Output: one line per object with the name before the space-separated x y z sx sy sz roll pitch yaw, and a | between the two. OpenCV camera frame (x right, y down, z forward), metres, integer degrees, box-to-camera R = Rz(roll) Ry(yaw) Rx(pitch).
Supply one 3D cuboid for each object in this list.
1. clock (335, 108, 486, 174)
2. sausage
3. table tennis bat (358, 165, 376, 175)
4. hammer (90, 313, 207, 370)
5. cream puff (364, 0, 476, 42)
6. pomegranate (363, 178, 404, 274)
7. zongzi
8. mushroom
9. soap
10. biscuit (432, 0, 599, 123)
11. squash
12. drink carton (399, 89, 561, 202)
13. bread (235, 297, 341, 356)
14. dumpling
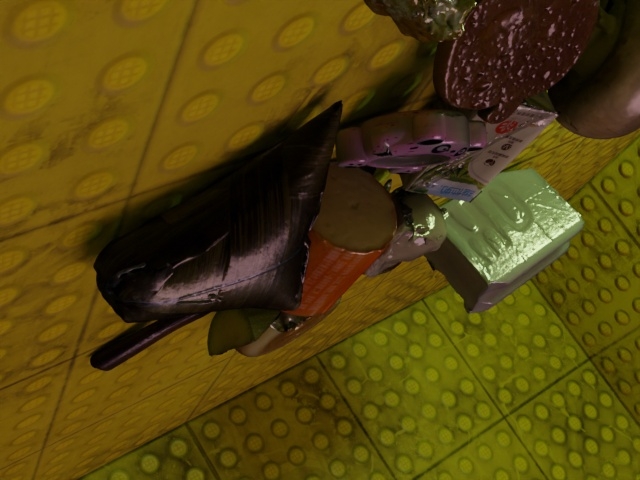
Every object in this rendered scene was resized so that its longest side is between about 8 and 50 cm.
clock | 0.176 -0.192 1.648 0.248 0.090 0.228 -8 174 44
sausage | 0.000 0.000 1.821 0.233 0.233 0.287 -21 161 -39
table tennis bat | 0.047 -0.105 1.989 0.131 0.022 0.234 -19 157 -45
hammer | -0.343 0.195 1.979 0.409 0.095 0.242 -32 165 1
cream puff | 0.132 -0.374 1.089 0.195 0.194 0.221 -33 153 -4
pomegranate | 0.136 -0.033 2.122 0.245 0.198 0.198 -71 161 0
zongzi | -0.170 -0.056 1.468 0.403 0.208 0.432 -5 130 -38
mushroom | 0.601 -0.396 1.784 0.362 0.295 0.362 -59 -167 22
soap | 0.570 -0.022 2.741 0.435 0.350 0.213 -30 156 -20
biscuit | 0.358 -0.362 1.572 0.368 0.063 0.314 -17 137 -28
squash | -0.174 0.160 1.901 0.192 0.085 0.184 -22 -159 43
drink carton | 0.330 -0.235 1.851 0.194 0.132 0.324 9 141 -30
bread | -0.102 0.180 2.280 0.333 0.160 0.333 -29 164 -9
dumpling | 0.177 -0.024 1.933 0.205 0.163 0.293 -23 -176 30
